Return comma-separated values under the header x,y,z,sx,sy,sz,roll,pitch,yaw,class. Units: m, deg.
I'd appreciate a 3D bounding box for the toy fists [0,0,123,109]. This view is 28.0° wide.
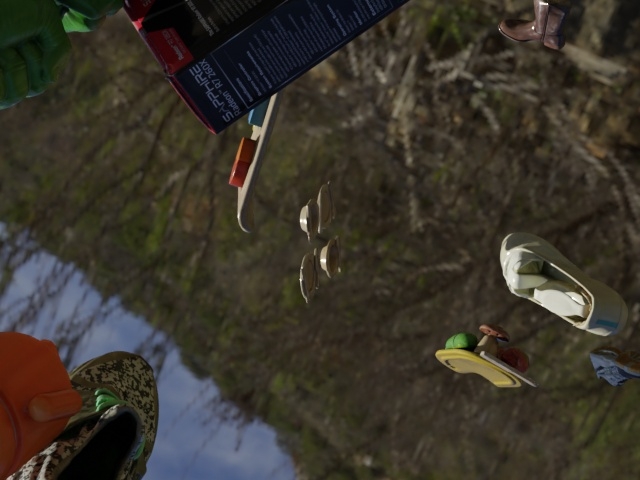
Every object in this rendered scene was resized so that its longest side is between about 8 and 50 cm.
x,y,z,sx,sy,sz,roll,pitch,yaw,class
-0.282,-0.242,1.287,0.096,0.279,0.142,10,143,35,toy fists

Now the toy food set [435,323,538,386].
x,y,z,sx,sy,sz,roll,pitch,yaw,class
0.274,0.179,2.065,0.128,0.071,0.218,29,166,-15,toy food set

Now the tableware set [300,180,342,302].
x,y,z,sx,sy,sz,roll,pitch,yaw,class
0.000,0.000,1.790,0.020,0.141,0.168,1,-163,18,tableware set

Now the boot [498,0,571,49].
x,y,z,sx,sy,sz,roll,pitch,yaw,class
0.308,-0.325,1.852,0.106,0.037,0.114,15,163,14,boot

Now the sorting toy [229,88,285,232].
x,y,z,sx,sy,sz,roll,pitch,yaw,class
-0.083,-0.154,1.663,0.041,0.229,0.307,12,-167,-6,sorting toy

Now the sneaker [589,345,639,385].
x,y,z,sx,sy,sz,roll,pitch,yaw,class
0.311,0.133,1.314,0.032,0.037,0.083,-19,-165,-21,sneaker

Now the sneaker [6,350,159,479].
x,y,z,sx,sy,sz,roll,pitch,yaw,class
-0.233,0.229,1.391,0.158,0.182,0.410,47,-155,-12,sneaker

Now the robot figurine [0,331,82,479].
x,y,z,sx,sy,sz,roll,pitch,yaw,class
-0.320,0.164,1.230,0.158,0.128,0.219,26,-158,10,robot figurine

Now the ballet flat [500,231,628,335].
x,y,z,sx,sy,sz,roll,pitch,yaw,class
0.302,0.055,1.713,0.086,0.086,0.248,9,-165,-37,ballet flat

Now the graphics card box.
x,y,z,sx,sy,sz,roll,pitch,yaw,class
-0.012,-0.286,1.310,0.094,0.371,0.233,53,-179,-36,graphics card box
